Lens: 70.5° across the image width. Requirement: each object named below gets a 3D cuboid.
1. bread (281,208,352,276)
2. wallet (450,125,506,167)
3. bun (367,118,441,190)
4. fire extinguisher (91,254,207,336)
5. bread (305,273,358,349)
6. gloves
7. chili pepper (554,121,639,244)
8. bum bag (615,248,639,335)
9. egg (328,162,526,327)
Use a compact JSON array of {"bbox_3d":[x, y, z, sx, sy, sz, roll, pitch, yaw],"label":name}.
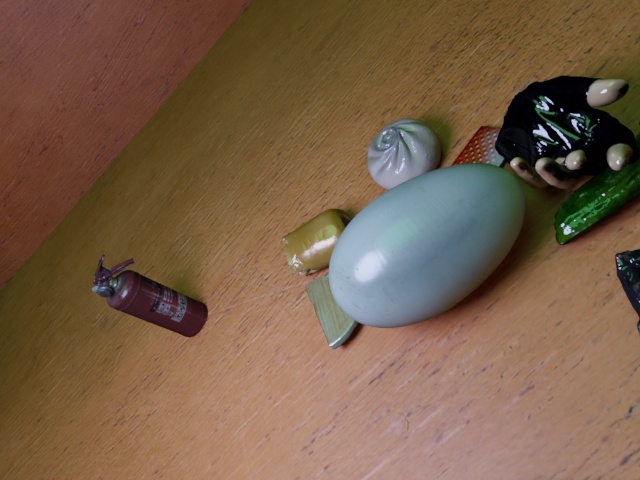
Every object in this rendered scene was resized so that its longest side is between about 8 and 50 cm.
[{"bbox_3d":[-0.001,-0.001,1.062,0.173,0.085,0.134,-33,46,21],"label":"bread"},{"bbox_3d":[0.317,-0.149,0.931,0.196,0.020,0.103,-54,42,-2],"label":"wallet"},{"bbox_3d":[0.178,-0.200,1.017,0.172,0.120,0.173,-20,53,29],"label":"bun"},{"bbox_3d":[-0.438,0.138,1.166,0.147,0.337,0.106,-39,45,14],"label":"fire extinguisher"},{"bbox_3d":[0.041,0.134,0.973,0.112,0.036,0.193,-38,40,8],"label":"bread"},{"bbox_3d":[0.395,-0.171,0.729,0.301,0.152,0.197,-68,-10,-61],"label":"gloves"},{"bbox_3d":[0.470,-0.095,0.717,0.257,0.074,0.100,-42,-1,8],"label":"chili pepper"},{"bbox_3d":[0.468,0.104,0.587,0.102,0.069,0.248,-1,55,14],"label":"bum bag"},{"bbox_3d":[0.181,0.007,0.791,0.371,0.230,0.230,-36,44,8],"label":"egg"}]
